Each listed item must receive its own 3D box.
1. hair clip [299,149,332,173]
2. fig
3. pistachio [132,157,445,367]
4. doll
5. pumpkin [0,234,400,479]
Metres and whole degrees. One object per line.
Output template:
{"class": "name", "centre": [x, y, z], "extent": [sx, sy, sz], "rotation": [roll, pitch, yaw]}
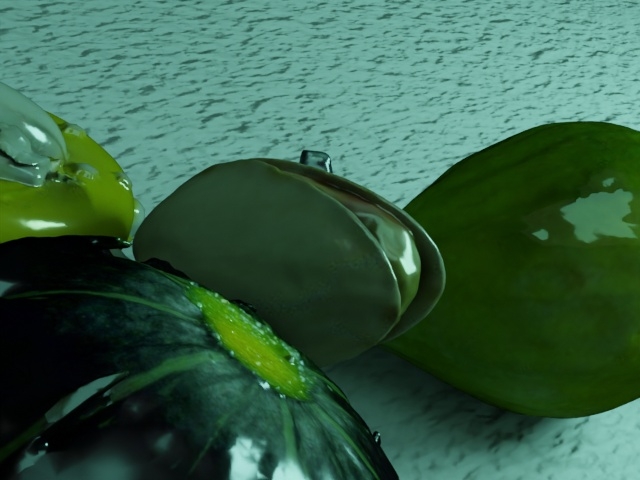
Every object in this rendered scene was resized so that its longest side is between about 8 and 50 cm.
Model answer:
{"class": "hair clip", "centre": [-0.003, 0.005, 0.771], "extent": [0.146, 0.056, 0.187], "rotation": [7, 50, -18]}
{"class": "fig", "centre": [0.155, 0.043, 0.706], "extent": [0.314, 0.233, 0.233], "rotation": [-30, 50, 4]}
{"class": "pistachio", "centre": [-0.030, 0.015, 0.589], "extent": [0.215, 0.144, 0.144], "rotation": [0, 28, 32]}
{"class": "doll", "centre": [-0.235, -0.051, 0.641], "extent": [0.252, 0.111, 0.237], "rotation": [25, 28, -33]}
{"class": "pumpkin", "centre": [-0.097, 0.160, 0.427], "extent": [0.295, 0.296, 0.296], "rotation": [12, 40, -10]}
